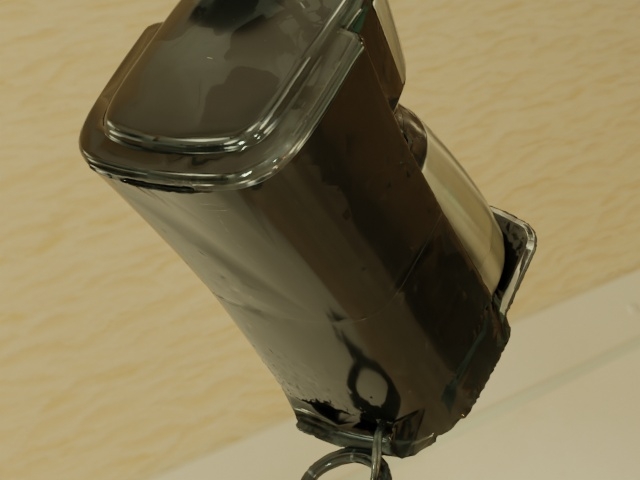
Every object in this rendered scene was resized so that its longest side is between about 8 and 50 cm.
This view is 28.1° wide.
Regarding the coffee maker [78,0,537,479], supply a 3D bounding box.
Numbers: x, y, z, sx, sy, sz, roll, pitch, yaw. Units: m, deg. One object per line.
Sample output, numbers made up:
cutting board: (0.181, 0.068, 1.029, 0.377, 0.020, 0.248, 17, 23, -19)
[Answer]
coffee maker: (0.000, 0.000, 0.498, 0.120, 0.171, 0.178, -13, 139, 24)
